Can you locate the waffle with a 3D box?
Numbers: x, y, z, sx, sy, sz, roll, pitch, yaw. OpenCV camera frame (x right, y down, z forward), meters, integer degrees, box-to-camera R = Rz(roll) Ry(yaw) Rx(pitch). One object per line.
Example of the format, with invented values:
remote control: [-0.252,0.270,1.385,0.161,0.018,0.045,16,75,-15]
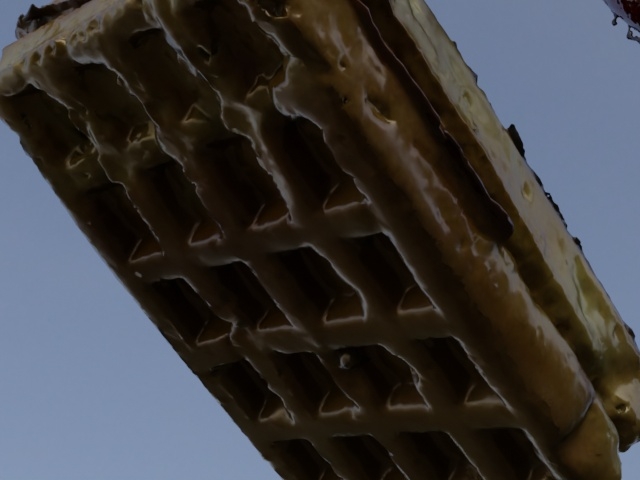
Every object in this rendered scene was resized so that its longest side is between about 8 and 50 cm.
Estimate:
waffle: [0.000,0.000,0.518,0.224,0.098,0.327,-12,-56,41]

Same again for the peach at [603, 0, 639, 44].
peach: [0.254,-0.298,0.834,0.068,0.279,0.189,10,-7,-27]
